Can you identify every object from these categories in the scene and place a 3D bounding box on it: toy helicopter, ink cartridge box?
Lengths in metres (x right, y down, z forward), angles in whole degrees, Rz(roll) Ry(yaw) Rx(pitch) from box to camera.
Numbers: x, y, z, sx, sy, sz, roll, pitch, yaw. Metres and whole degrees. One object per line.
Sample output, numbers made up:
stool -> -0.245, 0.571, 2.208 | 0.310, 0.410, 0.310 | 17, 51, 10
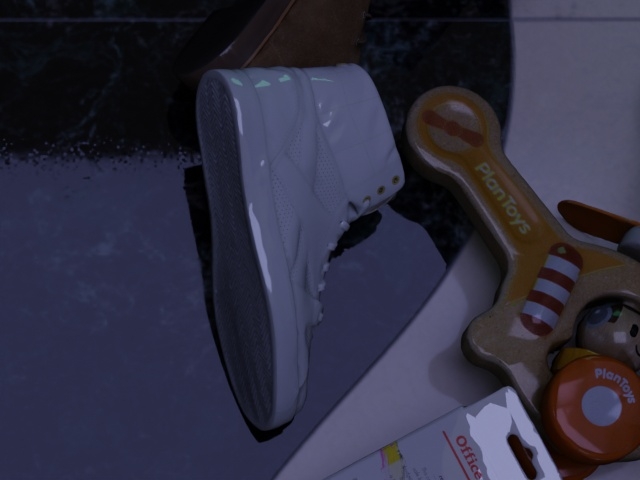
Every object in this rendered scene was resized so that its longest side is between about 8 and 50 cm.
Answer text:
toy helicopter -> 0.200, 0.013, 1.341 | 0.235, 0.140, 0.355 | -31, 79, -16
ink cartridge box -> 0.091, 0.207, 1.279 | 0.198, 0.067, 0.115 | -28, 80, 6

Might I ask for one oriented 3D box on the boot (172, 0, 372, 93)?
boot -> 0.003, -0.208, 1.408 | 0.115, 0.112, 0.305 | 49, 67, -25

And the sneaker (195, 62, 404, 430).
sneaker -> 0.000, 0.000, 1.320 | 0.169, 0.108, 0.293 | -10, 101, -31
